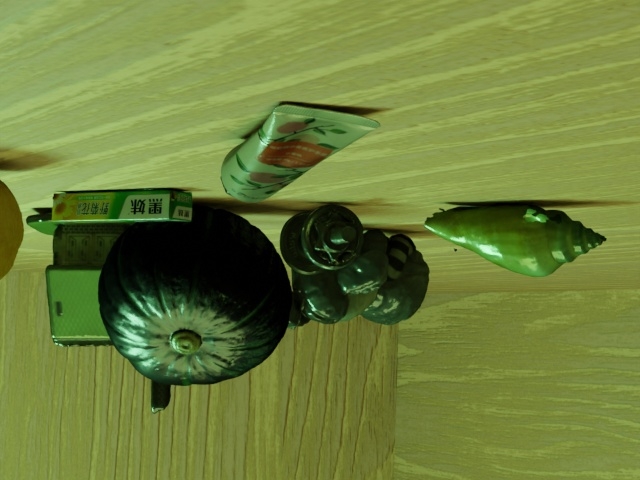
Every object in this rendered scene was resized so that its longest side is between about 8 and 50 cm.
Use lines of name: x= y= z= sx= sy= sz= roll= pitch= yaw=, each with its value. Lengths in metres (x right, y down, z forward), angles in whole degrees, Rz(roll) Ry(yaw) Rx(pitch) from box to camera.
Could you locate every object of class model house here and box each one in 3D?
model house: x=-0.297 y=0.101 z=2.000 sx=0.218 sy=0.279 sz=0.205 roll=1 pitch=174 yaw=0

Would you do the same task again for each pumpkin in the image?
pumpkin: x=-0.158 y=0.050 z=1.838 sx=0.248 sy=0.248 sz=0.248 roll=2 pitch=176 yaw=0

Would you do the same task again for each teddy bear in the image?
teddy bear: x=0.054 y=0.042 z=2.065 sx=0.171 sy=0.144 sz=0.251 roll=-27 pitch=160 yaw=35

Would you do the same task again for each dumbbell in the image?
dumbbell: x=0.000 y=0.000 z=1.776 sx=0.081 sy=0.082 sz=0.254 roll=3 pitch=176 yaw=-15

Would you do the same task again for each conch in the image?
conch: x=0.228 y=-0.006 z=1.646 sx=0.200 sy=0.080 sz=0.095 roll=19 pitch=-161 yaw=32

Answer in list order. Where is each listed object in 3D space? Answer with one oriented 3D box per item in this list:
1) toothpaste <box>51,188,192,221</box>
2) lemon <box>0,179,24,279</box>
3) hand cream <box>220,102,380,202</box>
toothpaste: x=-0.233 y=-0.039 z=1.669 sx=0.178 sy=0.037 sz=0.043 roll=0 pitch=174 yaw=31
lemon: x=-0.370 y=-0.009 z=1.438 sx=0.142 sy=0.142 sz=0.187 roll=1 pitch=-167 yaw=20
hand cream: x=-0.029 y=-0.071 z=1.127 sx=0.080 sy=0.050 sz=0.234 roll=7 pitch=168 yaw=-18
